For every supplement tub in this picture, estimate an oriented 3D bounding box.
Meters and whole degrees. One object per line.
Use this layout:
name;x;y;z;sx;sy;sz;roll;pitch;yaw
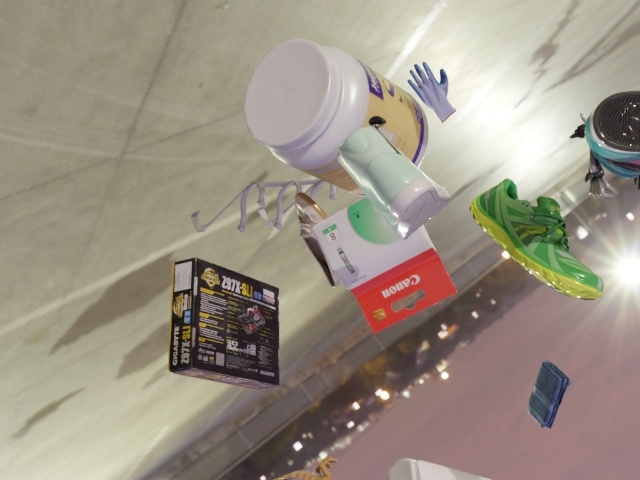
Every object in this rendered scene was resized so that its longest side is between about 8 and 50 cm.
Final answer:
supplement tub;0.035;-0.233;1.528;0.241;0.241;0.331;-42;147;22

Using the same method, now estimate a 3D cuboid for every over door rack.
over door rack;-0.141;-0.069;1.980;0.239;0.108;0.324;-6;171;-39

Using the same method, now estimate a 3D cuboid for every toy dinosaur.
toy dinosaur;-0.005;0.555;1.808;0.064;0.211;0.112;-20;-144;42

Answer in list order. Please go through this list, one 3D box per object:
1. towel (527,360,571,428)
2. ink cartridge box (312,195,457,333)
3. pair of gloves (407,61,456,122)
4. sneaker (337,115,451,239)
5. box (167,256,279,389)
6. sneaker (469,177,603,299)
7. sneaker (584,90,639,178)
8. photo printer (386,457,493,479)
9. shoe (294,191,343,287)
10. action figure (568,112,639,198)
towel;0.428;0.290;1.475;0.029;0.067;0.120;-4;121;-23
ink cartridge box;0.112;0.033;1.395;0.181;0.225;0.056;-29;171;19
pair of gloves;0.232;-0.328;1.884;0.198;0.159;0.023;-36;-163;12
sneaker;0.101;-0.090;1.111;0.094;0.151;0.256;-41;166;3
box;-0.218;0.205;1.854;0.079;0.257;0.322;-15;157;31
sneaker;0.378;-0.011;1.351;0.123;0.295;0.109;-49;141;10
sneaker;0.521;-0.148;1.137;0.178;0.295;0.124;-20;117;-87
photo printer;0.271;0.580;1.529;0.307;0.256;0.107;25;137;-33
shoe;0.000;0.000;1.625;0.058;0.219;0.076;-37;-162;-19
action figure;0.566;-0.154;1.420;0.275;0.141;0.164;11;162;-42
